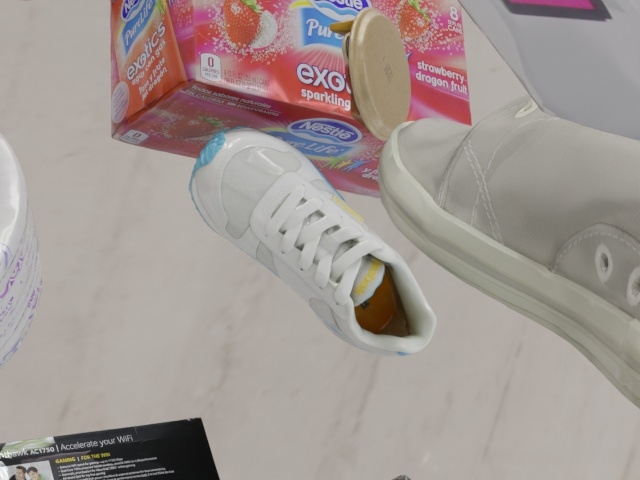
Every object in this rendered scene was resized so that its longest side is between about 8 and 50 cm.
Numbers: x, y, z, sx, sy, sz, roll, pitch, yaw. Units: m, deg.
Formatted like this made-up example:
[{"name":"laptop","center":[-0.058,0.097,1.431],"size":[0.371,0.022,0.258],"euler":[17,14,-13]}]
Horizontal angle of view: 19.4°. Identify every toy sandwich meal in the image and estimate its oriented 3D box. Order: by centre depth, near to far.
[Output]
[{"name":"toy sandwich meal","center":[0.027,-0.094,1.078],"size":[0.029,0.085,0.086],"euler":[-6,95,25]}]

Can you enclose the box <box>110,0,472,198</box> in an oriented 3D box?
[{"name":"box","center":[-0.021,-0.128,1.401],"size":[0.122,0.256,0.128],"euler":[-28,58,49]}]

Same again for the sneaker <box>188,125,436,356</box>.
[{"name":"sneaker","center":[0.000,0.000,1.341],"size":[0.228,0.092,0.087],"euler":[42,80,-34]}]

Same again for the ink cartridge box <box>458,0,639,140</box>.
[{"name":"ink cartridge box","center":[0.061,-0.150,0.396],"size":[0.069,0.371,0.176],"euler":[8,67,38]}]

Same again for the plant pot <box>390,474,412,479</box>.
[{"name":"plant pot","center":[0.024,0.251,0.865],"size":[0.167,0.188,0.187],"euler":[37,56,-11]}]

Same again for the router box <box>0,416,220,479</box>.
[{"name":"router box","center":[-0.155,0.205,1.352],"size":[0.178,0.046,0.133],"euler":[-5,58,-24]}]

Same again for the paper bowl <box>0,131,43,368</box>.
[{"name":"paper bowl","center":[-0.337,0.029,1.308],"size":[0.284,0.284,0.148],"euler":[5,137,8]}]

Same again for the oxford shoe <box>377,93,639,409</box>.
[{"name":"oxford shoe","center":[0.149,-0.013,0.802],"size":[0.169,0.449,0.130],"euler":[12,99,-18]}]
